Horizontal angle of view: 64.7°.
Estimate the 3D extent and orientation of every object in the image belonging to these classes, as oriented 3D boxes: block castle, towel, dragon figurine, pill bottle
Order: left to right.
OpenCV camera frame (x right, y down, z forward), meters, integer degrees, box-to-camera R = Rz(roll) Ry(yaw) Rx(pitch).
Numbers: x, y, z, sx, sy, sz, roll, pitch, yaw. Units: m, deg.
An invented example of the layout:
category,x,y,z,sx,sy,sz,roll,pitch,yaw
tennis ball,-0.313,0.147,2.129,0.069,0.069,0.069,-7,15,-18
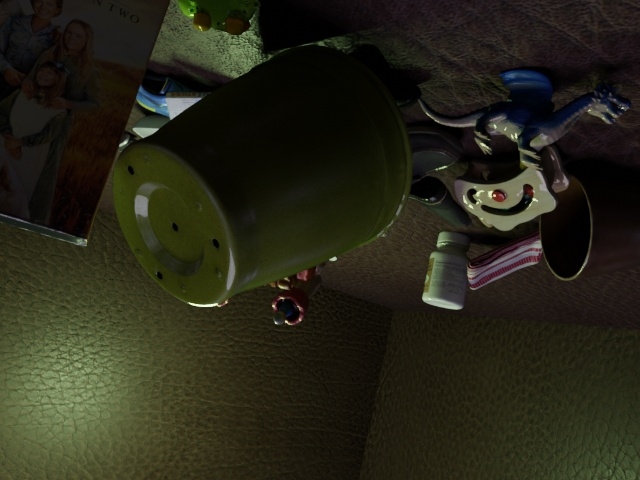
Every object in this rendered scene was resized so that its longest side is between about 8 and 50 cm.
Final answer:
category,x,y,z,sx,sy,sz,roll,pitch,yaw
block castle,-0.152,-0.030,1.204,0.302,0.454,0.213,11,-150,20
pill bottle,0.410,0.094,1.615,0.131,0.230,0.131,13,167,3
towel,0.549,0.067,1.497,0.236,0.037,0.329,-26,158,9
dragon figurine,0.307,-0.204,0.779,0.289,0.144,0.085,29,179,33

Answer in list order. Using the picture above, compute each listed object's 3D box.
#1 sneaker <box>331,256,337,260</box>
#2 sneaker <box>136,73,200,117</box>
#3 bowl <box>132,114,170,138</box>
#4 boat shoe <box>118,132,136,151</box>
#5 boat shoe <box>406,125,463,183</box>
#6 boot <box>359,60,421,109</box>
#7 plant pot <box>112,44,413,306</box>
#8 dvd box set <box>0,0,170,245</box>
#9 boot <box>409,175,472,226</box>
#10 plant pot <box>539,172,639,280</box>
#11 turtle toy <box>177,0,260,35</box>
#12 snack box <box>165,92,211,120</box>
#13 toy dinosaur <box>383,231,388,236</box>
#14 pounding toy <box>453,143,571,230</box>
category,x,y,z,sx,sy,sz,roll,pitch,yaw
sneaker,0.000,0.000,1.933,0.182,0.128,0.315,12,174,-7
sneaker,-0.291,-0.294,1.067,0.209,0.069,0.082,17,163,-12
bowl,-0.384,-0.274,1.288,0.142,0.053,0.142,7,165,24
boat shoe,-0.581,-0.282,1.483,0.125,0.046,0.038,-9,150,41
boat shoe,0.155,-0.144,1.092,0.132,0.130,0.355,21,165,-30
boot,0.097,-0.263,0.852,0.121,0.045,0.099,5,161,36
plant pot,-0.100,-0.085,0.777,0.366,0.367,0.353,4,-154,37
dvd box set,-0.363,-0.238,0.594,0.307,0.421,0.062,21,162,-25
boot,0.245,-0.096,1.156,0.137,0.077,0.198,36,-173,-32
plant pot,0.600,-0.030,1.015,0.230,0.216,0.215,-1,167,-1
turtle toy,-0.144,-0.337,0.712,0.130,0.095,0.066,12,-172,12
snack box,-0.223,-0.272,1.040,0.178,0.022,0.064,-1,139,-2
toy dinosaur,0.104,-0.077,1.597,0.118,0.064,0.268,-18,148,40
pounding toy,0.390,-0.129,1.051,0.154,0.155,0.269,44,153,-4
